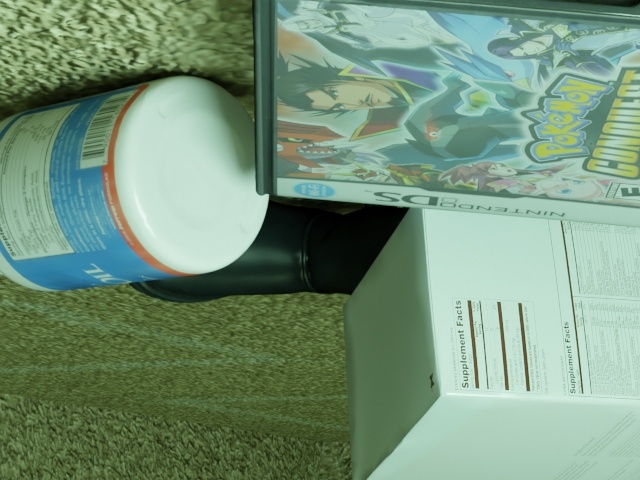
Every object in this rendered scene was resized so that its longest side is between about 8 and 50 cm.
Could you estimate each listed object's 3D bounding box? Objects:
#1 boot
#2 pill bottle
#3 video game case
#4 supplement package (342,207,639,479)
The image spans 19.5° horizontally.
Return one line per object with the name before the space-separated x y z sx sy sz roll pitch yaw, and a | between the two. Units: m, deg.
boot | 0.000 0.000 1.403 0.246 0.094 0.207 5 174 -44
pill bottle | -0.149 -0.031 1.201 0.221 0.124 0.124 -7 166 45
video game case | 0.088 -0.076 1.005 0.248 0.035 0.275 5 160 0
supplement package | 0.140 0.078 1.270 0.203 0.149 0.194 4 153 -16
